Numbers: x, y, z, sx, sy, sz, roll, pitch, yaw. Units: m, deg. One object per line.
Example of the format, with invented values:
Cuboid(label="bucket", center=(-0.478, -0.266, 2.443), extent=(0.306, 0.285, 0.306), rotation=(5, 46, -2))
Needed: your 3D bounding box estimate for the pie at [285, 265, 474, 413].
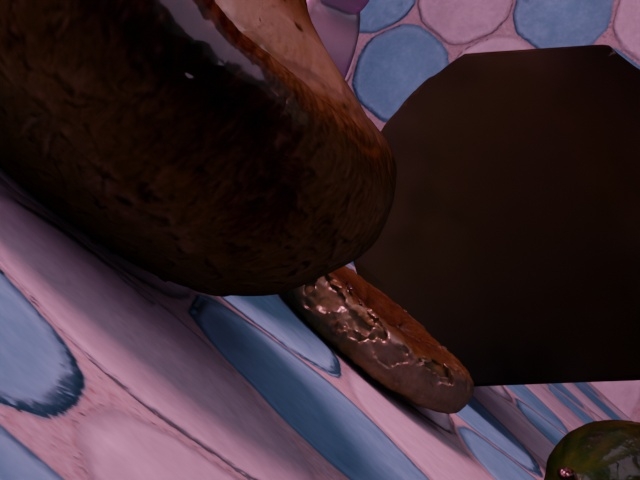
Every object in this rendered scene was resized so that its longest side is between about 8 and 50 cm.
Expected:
Cuboid(label="pie", center=(0.038, 0.066, 1.392), extent=(0.195, 0.046, 0.195), rotation=(37, 5, -4))

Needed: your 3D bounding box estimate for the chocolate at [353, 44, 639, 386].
Cuboid(label="chocolate", center=(0.204, -0.017, 1.780), extent=(0.297, 0.326, 0.314), rotation=(8, 78, -78))

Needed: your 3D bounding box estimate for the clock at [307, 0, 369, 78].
Cuboid(label="clock", center=(-0.044, -0.191, 1.759), extent=(0.090, 0.228, 0.248), rotation=(18, -2, -28))

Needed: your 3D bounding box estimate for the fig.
Cuboid(label="fig", center=(0.211, 0.190, 1.357), extent=(0.117, 0.117, 0.177), rotation=(44, 22, 31))

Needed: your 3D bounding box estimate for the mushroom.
Cuboid(label="mushroom", center=(-0.099, -0.109, 1.011), extent=(0.345, 0.239, 0.345), rotation=(19, 21, -8))
